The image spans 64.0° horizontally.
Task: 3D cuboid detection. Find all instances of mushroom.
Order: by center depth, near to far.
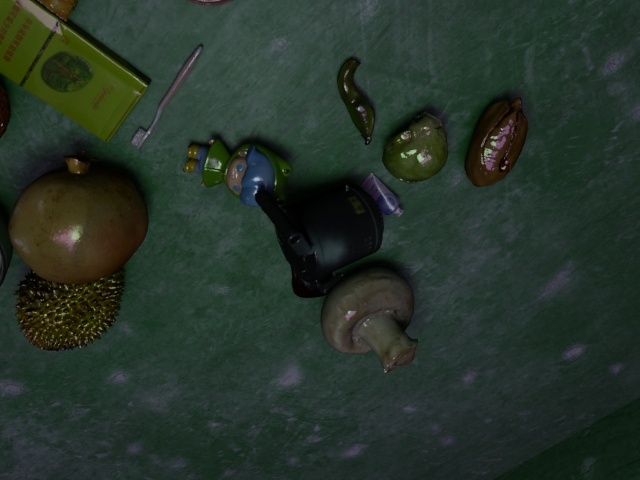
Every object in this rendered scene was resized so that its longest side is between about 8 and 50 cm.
[{"bbox_3d":[0.156,0.234,1.484,0.298,0.290,0.297,-16,133,-18],"label":"mushroom"}]

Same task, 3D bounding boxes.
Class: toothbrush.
[{"bbox_3d":[-0.367,-0.337,1.212,0.030,0.025,0.307,35,114,-17],"label":"toothbrush"}]

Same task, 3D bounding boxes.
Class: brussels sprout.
[{"bbox_3d":[0.249,-0.228,1.299,0.183,0.131,0.145,-40,97,20],"label":"brussels sprout"}]

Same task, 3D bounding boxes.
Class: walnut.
[{"bbox_3d":[0.447,-0.249,1.308,0.137,0.137,0.245,11,112,-13],"label":"walnut"}]

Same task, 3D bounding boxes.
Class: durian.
[{"bbox_3d":[-0.671,0.165,1.386,0.293,0.258,0.258,-14,124,-3],"label":"durian"}]

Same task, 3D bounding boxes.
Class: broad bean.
[{"bbox_3d":[0.091,-0.334,1.253,0.071,0.048,0.213,-17,121,5],"label":"broad bean"}]

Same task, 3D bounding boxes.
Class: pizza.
[{"bbox_3d":[-0.545,-0.527,1.048,0.175,0.046,0.134,7,134,-1],"label":"pizza"}]

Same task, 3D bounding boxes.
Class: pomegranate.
[{"bbox_3d":[-0.571,-0.054,1.226,0.320,0.319,0.318,-3,124,-5],"label":"pomegranate"}]

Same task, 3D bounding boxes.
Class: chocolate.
[{"bbox_3d":[-0.038,0.117,1.518,0.125,0.080,0.148,-34,122,15],"label":"chocolate"}]

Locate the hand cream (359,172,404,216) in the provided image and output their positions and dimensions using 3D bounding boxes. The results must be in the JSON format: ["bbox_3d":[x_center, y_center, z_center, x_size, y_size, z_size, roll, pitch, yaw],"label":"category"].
[{"bbox_3d":[0.168,-0.114,1.412,0.142,0.053,0.084,34,115,-14],"label":"hand cream"}]

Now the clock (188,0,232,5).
[{"bbox_3d":[-0.234,-0.605,1.031,0.245,0.056,0.244,-3,123,-5],"label":"clock"}]

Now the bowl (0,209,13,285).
[{"bbox_3d":[-0.929,-0.020,1.259,0.354,0.185,0.353,-3,124,-4],"label":"bowl"}]

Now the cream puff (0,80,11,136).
[{"bbox_3d":[-0.801,-0.301,1.106,0.240,0.163,0.240,-4,139,-3],"label":"cream puff"}]

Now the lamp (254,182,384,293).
[{"bbox_3d":[0.026,-0.033,1.312,0.272,0.205,0.374,-35,149,-10],"label":"lamp"}]

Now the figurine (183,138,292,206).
[{"bbox_3d":[-0.205,-0.174,1.280,0.264,0.143,0.162,17,112,2],"label":"figurine"}]

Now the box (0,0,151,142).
[{"bbox_3d":[-0.575,-0.389,1.141,0.335,0.047,0.187,35,113,-25],"label":"box"}]
